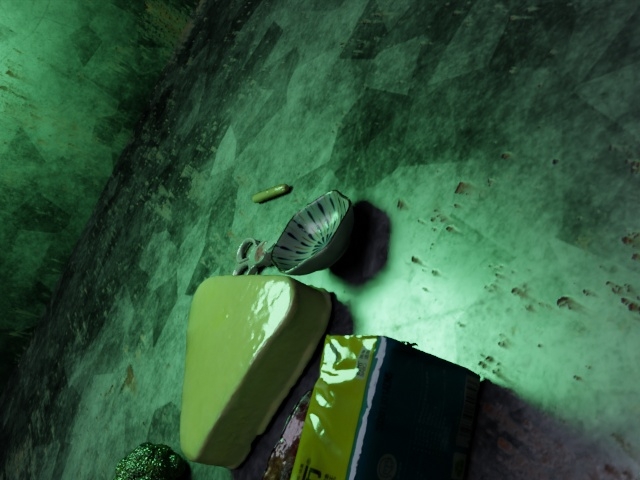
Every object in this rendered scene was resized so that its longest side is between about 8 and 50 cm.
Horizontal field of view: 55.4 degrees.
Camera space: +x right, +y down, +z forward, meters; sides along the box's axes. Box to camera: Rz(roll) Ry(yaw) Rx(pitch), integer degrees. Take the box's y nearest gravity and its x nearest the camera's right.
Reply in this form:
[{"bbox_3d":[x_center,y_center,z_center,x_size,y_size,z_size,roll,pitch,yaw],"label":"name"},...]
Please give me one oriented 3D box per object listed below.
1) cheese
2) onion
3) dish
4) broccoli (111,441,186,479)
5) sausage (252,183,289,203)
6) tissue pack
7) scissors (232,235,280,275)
[{"bbox_3d":[-0.125,0.187,1.121,0.384,0.104,0.384,-33,44,39],"label":"cheese"},{"bbox_3d":[-0.004,0.319,0.873,0.098,0.151,0.206,21,98,24],"label":"onion"},{"bbox_3d":[0.000,0.000,1.090,0.190,0.066,0.191,-35,28,22],"label":"dish"},{"bbox_3d":[-0.351,0.477,1.230,0.162,0.145,0.138,-7,95,33],"label":"broccoli"},{"bbox_3d":[-0.114,-0.107,1.378,0.132,0.024,0.024,-14,58,52],"label":"sausage"},{"bbox_3d":[0.068,0.263,0.720,0.134,0.192,0.271,-6,62,51],"label":"tissue pack"},{"bbox_3d":[-0.117,0.027,1.285,0.242,0.030,0.118,-26,49,50],"label":"scissors"}]
